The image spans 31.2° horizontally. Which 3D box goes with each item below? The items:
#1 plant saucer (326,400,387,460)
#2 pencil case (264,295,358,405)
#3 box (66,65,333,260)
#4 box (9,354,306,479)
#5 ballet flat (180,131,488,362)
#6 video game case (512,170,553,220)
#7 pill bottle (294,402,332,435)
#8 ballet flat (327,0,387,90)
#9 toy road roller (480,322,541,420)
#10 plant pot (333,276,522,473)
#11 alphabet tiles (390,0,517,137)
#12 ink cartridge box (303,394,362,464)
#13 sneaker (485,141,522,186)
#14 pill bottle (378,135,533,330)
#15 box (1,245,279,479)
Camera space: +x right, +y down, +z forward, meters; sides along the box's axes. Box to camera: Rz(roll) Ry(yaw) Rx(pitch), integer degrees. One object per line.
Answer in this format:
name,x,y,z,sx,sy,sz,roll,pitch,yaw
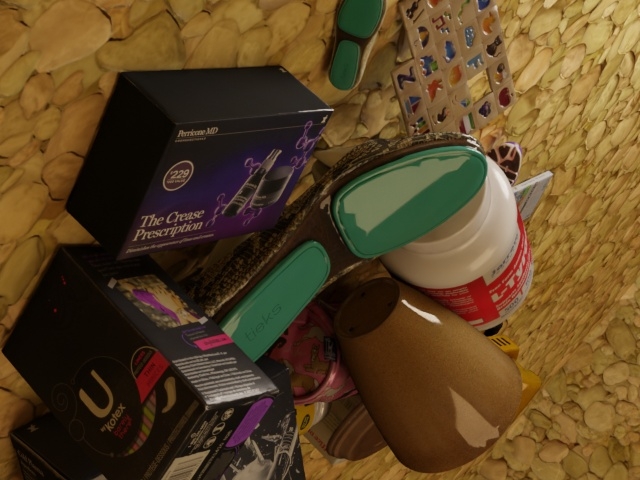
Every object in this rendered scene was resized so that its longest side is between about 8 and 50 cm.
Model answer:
plant saucer,0.130,0.299,2.020,0.278,0.041,0.278,-33,157,-16
pencil case,0.052,0.172,1.913,0.167,0.160,0.386,-39,160,26
box,-0.131,-0.093,1.293,0.261,0.103,0.184,-13,137,-50
box,-0.204,0.347,1.576,0.343,0.179,0.312,-27,120,-34
ballet flat,-0.011,-0.018,1.502,0.483,0.182,0.164,-37,134,-14
video game case,0.382,-0.068,2.253,0.166,0.015,0.119,-24,147,-41
pill bottle,-0.081,0.278,1.900,0.208,0.119,0.119,-12,138,-52
ballet flat,0.045,-0.258,1.402,0.052,0.057,0.168,-63,176,-46
toy road roller,0.304,0.269,2.356,0.202,0.240,0.330,-56,154,18
plant pot,0.139,0.181,1.722,0.237,0.237,0.254,-44,121,-6
alphabet tiles,0.175,-0.240,1.550,0.198,0.009,0.237,-36,126,-23
ink cartridge box,0.056,0.307,2.151,0.127,0.128,0.176,-4,133,-56
sneaker,0.324,-0.131,2.031,0.071,0.068,0.170,-54,168,-23
pill bottle,0.201,-0.011,1.789,0.229,0.229,0.407,-46,156,-3
box,-0.210,0.149,1.316,0.143,0.270,0.165,0,128,-58
